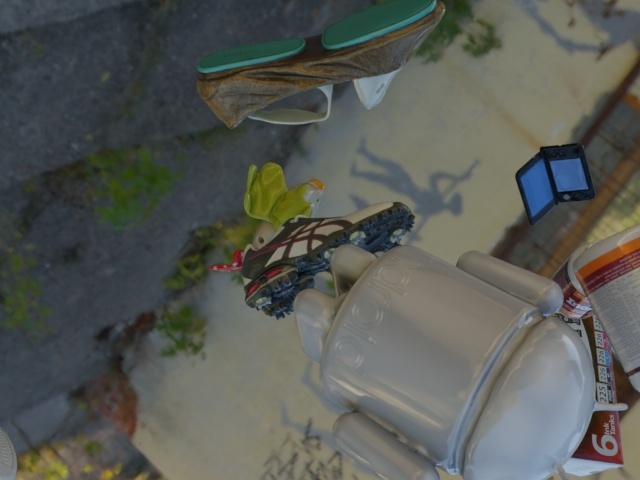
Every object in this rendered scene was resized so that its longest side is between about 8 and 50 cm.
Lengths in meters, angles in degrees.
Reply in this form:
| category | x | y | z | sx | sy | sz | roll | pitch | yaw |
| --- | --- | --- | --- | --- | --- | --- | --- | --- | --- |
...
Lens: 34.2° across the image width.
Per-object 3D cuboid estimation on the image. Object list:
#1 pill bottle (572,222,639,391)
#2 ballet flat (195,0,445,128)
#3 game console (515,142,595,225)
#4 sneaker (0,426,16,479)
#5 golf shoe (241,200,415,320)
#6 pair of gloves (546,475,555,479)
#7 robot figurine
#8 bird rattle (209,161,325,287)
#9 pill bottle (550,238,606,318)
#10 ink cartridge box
| category | x | y | z | sx | sy | sz | roll | pitch | yaw |
| --- | --- | --- | --- | --- | --- | --- | --- | --- | --- |
| pill bottle | 0.384 | 0.097 | 1.168 | 0.121 | 0.221 | 0.121 | -23 | 165 | -6 |
| ballet flat | 0.007 | -0.220 | 1.360 | 0.342 | 0.124 | 0.116 | -15 | -150 | 11 |
| game console | 0.396 | -0.092 | 1.746 | 0.122 | 0.107 | 0.071 | 64 | 34 | -37 |
| sneaker | -0.455 | 0.249 | 1.189 | 0.151 | 0.256 | 0.094 | -56 | 143 | -4 |
| golf shoe | 0.000 | 0.000 | 1.484 | 0.272 | 0.120 | 0.105 | -28 | 144 | 13 |
| pair of gloves | 0.299 | 0.342 | 1.749 | 0.204 | 0.240 | 0.042 | 28 | 117 | -35 |
| robot figurine | 0.140 | 0.137 | 1.115 | 0.300 | 0.353 | 0.200 | -53 | 154 | -23 |
| bird rattle | -0.069 | -0.012 | 1.831 | 0.207 | 0.143 | 0.254 | -30 | 144 | -50 |
| pill bottle | 0.391 | 0.054 | 1.510 | 0.086 | 0.086 | 0.152 | -44 | 168 | -18 |
| ink cartridge box | 0.418 | 0.274 | 1.981 | 0.271 | 0.310 | 0.130 | 12 | 153 | -24 |
